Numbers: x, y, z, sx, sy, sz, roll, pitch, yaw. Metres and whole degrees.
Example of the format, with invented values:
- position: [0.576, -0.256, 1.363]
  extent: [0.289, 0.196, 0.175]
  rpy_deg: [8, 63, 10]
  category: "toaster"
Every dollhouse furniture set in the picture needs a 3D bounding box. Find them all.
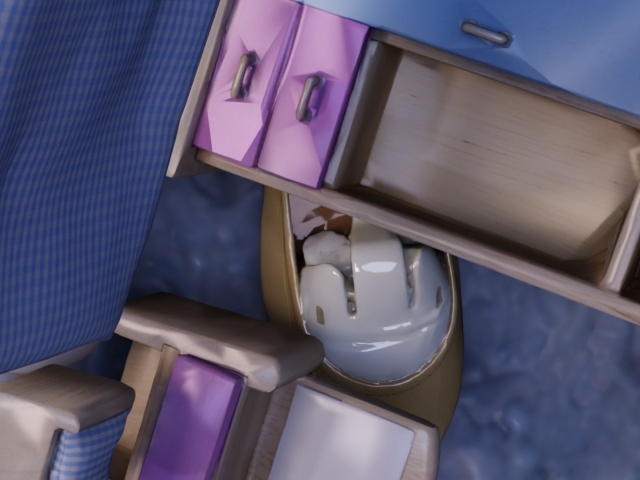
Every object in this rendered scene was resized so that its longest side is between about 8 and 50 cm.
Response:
- position: [0.000, 0.000, 0.447]
  extent: [0.198, 0.303, 0.286]
  rpy_deg: [21, 102, 16]
  category: "dollhouse furniture set"

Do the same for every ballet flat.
- position: [0.012, -0.017, 0.641]
  extent: [0.080, 0.073, 0.232]
  rpy_deg: [-10, 99, -3]
  category: "ballet flat"

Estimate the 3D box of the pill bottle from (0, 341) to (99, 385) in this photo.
- position: [-0.128, -0.020, 0.605]
  extent: [0.131, 0.131, 0.229]
  rpy_deg: [19, 97, -5]
  category: "pill bottle"
